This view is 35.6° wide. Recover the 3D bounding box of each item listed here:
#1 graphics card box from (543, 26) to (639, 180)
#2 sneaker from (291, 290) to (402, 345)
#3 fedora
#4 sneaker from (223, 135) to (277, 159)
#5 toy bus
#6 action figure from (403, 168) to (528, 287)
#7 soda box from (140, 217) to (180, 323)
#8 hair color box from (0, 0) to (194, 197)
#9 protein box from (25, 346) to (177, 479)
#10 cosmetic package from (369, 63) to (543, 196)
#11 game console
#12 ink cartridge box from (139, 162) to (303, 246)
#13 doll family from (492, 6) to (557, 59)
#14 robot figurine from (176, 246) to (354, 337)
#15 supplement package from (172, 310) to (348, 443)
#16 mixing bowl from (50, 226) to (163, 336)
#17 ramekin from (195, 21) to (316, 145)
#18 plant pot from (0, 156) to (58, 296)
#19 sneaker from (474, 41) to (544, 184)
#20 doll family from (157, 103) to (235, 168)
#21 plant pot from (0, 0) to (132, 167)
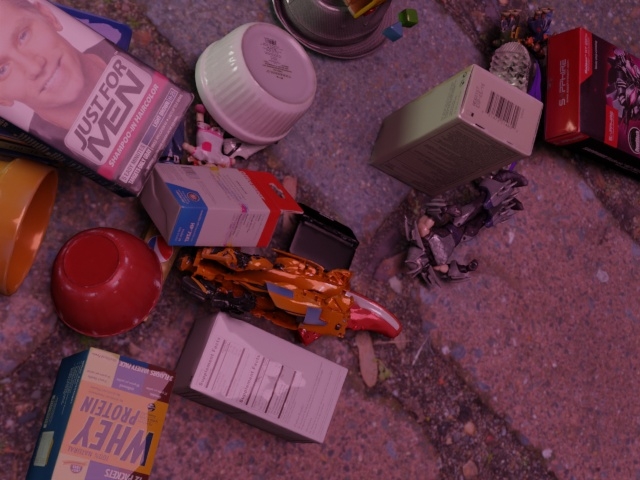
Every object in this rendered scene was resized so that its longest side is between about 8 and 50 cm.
[{"bbox_3d":[0.622,-0.274,2.092,0.371,0.094,0.233,17,71,-37],"label":"graphics card box"},{"bbox_3d":[0.028,0.148,1.769,0.221,0.087,0.128,29,76,-5],"label":"sneaker"},{"bbox_3d":[0.048,-0.473,1.873,0.275,0.124,0.244,-7,83,-27],"label":"fedora"},{"bbox_3d":[-0.126,-0.168,1.778,0.109,0.040,0.044,-9,100,-24],"label":"sneaker"},{"bbox_3d":[0.120,-0.482,1.780,0.191,0.104,0.202,16,70,-30],"label":"toy bus"},{"bbox_3d":[0.262,-0.023,1.869,0.285,0.099,0.185,-37,134,-20],"label":"action figure"},{"bbox_3d":[-0.284,0.046,1.639,0.061,0.058,0.181,29,69,-18],"label":"soda box"},{"bbox_3d":[-0.371,-0.218,1.384,0.347,0.105,0.174,31,80,-20],"label":"hair color box"},{"bbox_3d":[-0.330,0.279,1.486,0.136,0.201,0.200,20,71,-21],"label":"protein box"},{"bbox_3d":[0.239,-0.190,1.804,0.160,0.309,0.113,26,70,-20],"label":"cosmetic package"},{"bbox_3d":[0.000,0.000,1.788,0.122,0.107,0.071,27,104,-19],"label":"game console"},{"bbox_3d":[-0.159,-0.056,1.626,0.231,0.078,0.134,2,34,-36],"label":"ink cartridge box"},{"bbox_3d":[0.425,-0.423,2.063,0.193,0.076,0.111,-8,112,-21],"label":"doll family"},{"bbox_3d":[-0.091,0.065,1.636,0.291,0.211,0.085,18,111,-7],"label":"robot figurine"},{"bbox_3d":[-0.104,0.229,1.643,0.244,0.139,0.134,27,70,-19],"label":"supplement package"},{"bbox_3d":[-0.343,0.049,1.544,0.181,0.098,0.181,-1,66,3],"label":"mixing bowl"},{"bbox_3d":[-0.103,-0.280,1.731,0.207,0.109,0.207,22,53,-32],"label":"ramekin"},{"bbox_3d":[-0.517,-0.043,1.479,0.188,0.205,0.205,19,71,-5],"label":"plant pot"},{"bbox_3d":[0.394,-0.237,2.008,0.146,0.102,0.293,19,85,-52],"label":"sneaker"},{"bbox_3d":[-0.275,-0.154,1.672,0.263,0.118,0.163,15,66,-42],"label":"doll family"},{"bbox_3d":[-0.441,-0.237,1.530,0.236,0.236,0.212,13,81,-23],"label":"plant pot"}]
